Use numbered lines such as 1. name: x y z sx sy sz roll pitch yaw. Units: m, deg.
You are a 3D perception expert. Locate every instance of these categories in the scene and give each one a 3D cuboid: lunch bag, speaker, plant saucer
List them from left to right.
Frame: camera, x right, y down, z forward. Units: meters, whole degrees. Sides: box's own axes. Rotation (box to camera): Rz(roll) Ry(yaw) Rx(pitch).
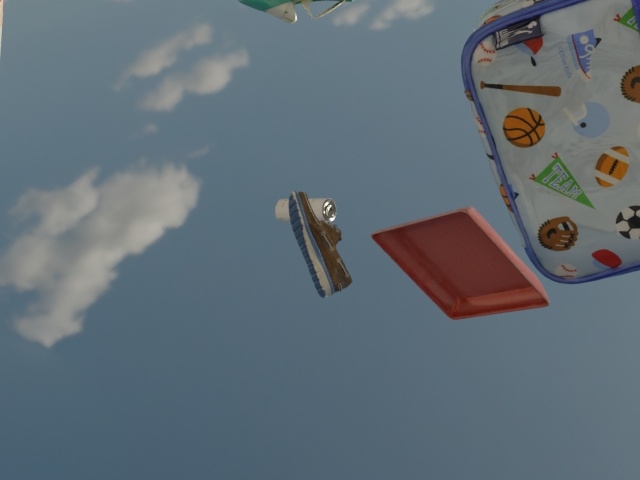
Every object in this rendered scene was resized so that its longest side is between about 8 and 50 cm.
1. speaker: -0.034 -0.068 2.295 0.136 0.055 0.055 1 -137 36
2. plant saucer: 0.261 0.037 1.884 0.259 0.258 0.047 -15 -144 53
3. lunch bag: 0.281 -0.119 0.979 0.243 0.303 0.115 -14 -159 22

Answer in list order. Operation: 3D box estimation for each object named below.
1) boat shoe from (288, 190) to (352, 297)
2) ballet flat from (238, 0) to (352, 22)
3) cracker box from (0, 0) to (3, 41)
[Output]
1. boat shoe: 0.000 0.000 1.695 0.066 0.183 0.066 -18 179 -16
2. ballet flat: -0.041 -0.493 2.095 0.247 0.087 0.083 -15 -175 -8
3. cracker box: -0.577 -0.290 1.565 0.156 0.232 0.067 13 -157 2
